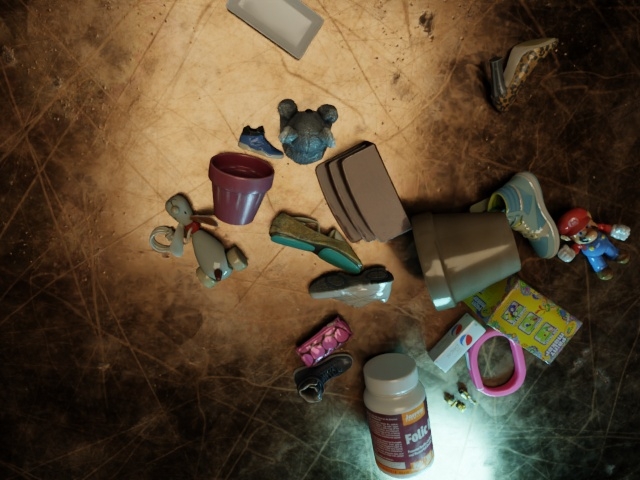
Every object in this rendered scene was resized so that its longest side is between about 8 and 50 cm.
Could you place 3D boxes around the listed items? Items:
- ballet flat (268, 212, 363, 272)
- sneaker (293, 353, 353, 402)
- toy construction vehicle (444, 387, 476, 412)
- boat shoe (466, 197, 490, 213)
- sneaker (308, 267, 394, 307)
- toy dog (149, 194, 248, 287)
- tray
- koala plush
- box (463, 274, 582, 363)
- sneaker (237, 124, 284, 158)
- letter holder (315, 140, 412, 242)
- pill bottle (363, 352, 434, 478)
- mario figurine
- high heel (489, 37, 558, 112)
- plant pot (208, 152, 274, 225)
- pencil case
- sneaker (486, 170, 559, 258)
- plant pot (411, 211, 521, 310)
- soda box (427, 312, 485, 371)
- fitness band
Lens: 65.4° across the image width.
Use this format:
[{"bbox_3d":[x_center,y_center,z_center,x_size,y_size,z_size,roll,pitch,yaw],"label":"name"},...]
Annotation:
[{"bbox_3d":[0.000,0.000,1.673,0.348,0.123,0.123,22,101,-13],"label":"ballet flat"},{"bbox_3d":[0.020,0.488,1.764,0.226,0.163,0.086,-20,104,-2],"label":"sneaker"},{"bbox_3d":[0.540,0.619,1.917,0.098,0.035,0.086,43,96,-14],"label":"toy construction vehicle"},{"bbox_3d":[0.569,-0.114,1.735,0.133,0.042,0.049,-18,75,-14],"label":"boat shoe"},{"bbox_3d":[0.107,0.181,1.727,0.297,0.111,0.129,-4,122,1],"label":"sneaker"},{"bbox_3d":[-0.387,0.021,1.601,0.333,0.161,0.220,34,98,-13],"label":"toy dog"},{"bbox_3d":[-0.137,-0.690,1.518,0.270,0.030,0.145,32,98,-13],"label":"tray"},{"bbox_3d":[-0.039,-0.323,1.521,0.196,0.221,0.203,5,104,-8],"label":"koala plush"},{"bbox_3d":[0.660,0.224,1.699,0.279,0.290,0.177,32,99,-12],"label":"box"},{"bbox_3d":[-0.181,-0.318,1.591,0.152,0.058,0.085,18,110,-4],"label":"sneaker"},{"bbox_3d":[0.131,-0.139,1.625,0.214,0.152,0.302,-26,105,3],"label":"letter holder"},{"bbox_3d":[0.277,0.623,1.792,0.224,0.224,0.392,-12,106,-3],"label":"pill bottle"},{"bbox_3d":[0.953,0.013,1.736,0.320,0.170,0.198,37,63,-21],"label":"mario figurine"},{"bbox_3d":[0.667,-0.541,1.630,0.261,0.093,0.186,-25,123,-8],"label":"high heel"},{"bbox_3d":[-0.258,-0.155,1.566,0.201,0.201,0.180,11,118,-9],"label":"plant pot"},{"bbox_3d":[0.009,0.357,1.767,0.209,0.095,0.098,-39,140,2],"label":"pencil case"},{"bbox_3d":[0.670,-0.053,1.691,0.208,0.127,0.319,-28,97,-21],"label":"sneaker"},{"bbox_3d":[0.465,0.036,1.578,0.280,0.323,0.323,-16,106,17],"label":"plant pot"},{"bbox_3d":[0.498,0.374,1.831,0.069,0.074,0.216,39,97,-13],"label":"soda box"},{"bbox_3d":[0.663,0.459,1.881,0.209,0.054,0.291,-18,106,-2],"label":"fitness band"}]
